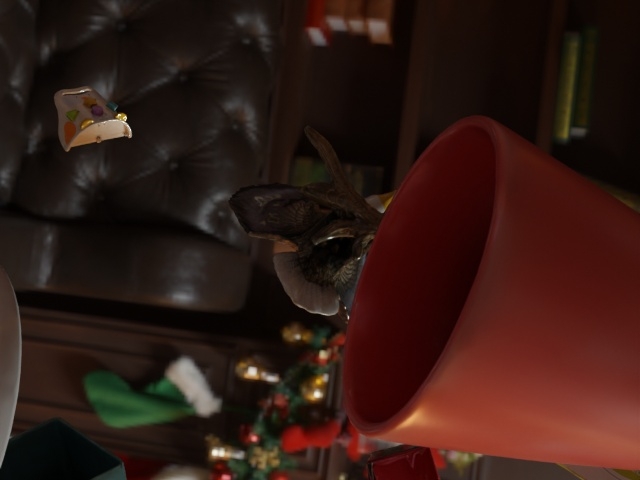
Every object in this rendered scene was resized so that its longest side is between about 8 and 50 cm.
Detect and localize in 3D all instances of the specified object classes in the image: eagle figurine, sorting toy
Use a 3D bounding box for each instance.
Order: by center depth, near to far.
[{"bbox_3d":[-0.268,-0.149,1.216,0.083,0.075,0.045,-18,148,-35],"label":"sorting toy"},{"bbox_3d":[0.010,-0.003,1.392,0.298,0.225,0.226,151,-64,-66],"label":"eagle figurine"}]

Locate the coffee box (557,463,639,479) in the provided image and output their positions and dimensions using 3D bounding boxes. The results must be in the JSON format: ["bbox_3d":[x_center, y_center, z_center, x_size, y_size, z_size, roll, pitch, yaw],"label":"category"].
[{"bbox_3d":[0.474,0.158,1.094,0.334,0.338,0.338,-62,159,5],"label":"coffee box"}]

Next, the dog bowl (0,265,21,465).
[{"bbox_3d":[-0.318,0.117,0.711,0.104,0.265,0.264,24,67,-40],"label":"dog bowl"}]

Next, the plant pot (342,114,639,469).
[{"bbox_3d":[0.182,0.065,0.879,0.275,0.243,0.275,-160,-90,-76],"label":"plant pot"}]

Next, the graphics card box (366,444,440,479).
[{"bbox_3d":[0.137,0.402,1.468,0.371,0.094,0.232,75,-1,-79],"label":"graphics card box"}]

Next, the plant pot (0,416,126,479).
[{"bbox_3d":[-0.304,0.357,1.192,0.166,0.165,0.234,-26,116,-33],"label":"plant pot"}]
